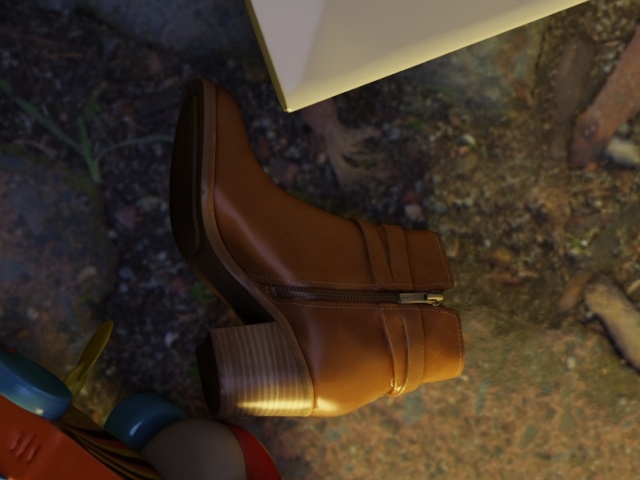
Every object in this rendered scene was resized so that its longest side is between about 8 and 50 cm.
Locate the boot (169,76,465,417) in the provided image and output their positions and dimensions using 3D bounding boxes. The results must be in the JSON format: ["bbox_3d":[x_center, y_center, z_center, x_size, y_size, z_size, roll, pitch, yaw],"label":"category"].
[{"bbox_3d":[0.000,0.000,1.230,0.220,0.109,0.283,-7,76,-20],"label":"boot"}]

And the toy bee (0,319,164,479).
[{"bbox_3d":[-0.235,0.123,1.177,0.195,0.162,0.298,-36,88,6],"label":"toy bee"}]

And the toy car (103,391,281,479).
[{"bbox_3d":[-0.059,0.264,1.242,0.238,0.219,0.210,24,93,-41],"label":"toy car"}]

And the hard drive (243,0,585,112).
[{"bbox_3d":[0.082,-0.246,1.154,0.307,0.040,0.203,-21,102,-8],"label":"hard drive"}]
